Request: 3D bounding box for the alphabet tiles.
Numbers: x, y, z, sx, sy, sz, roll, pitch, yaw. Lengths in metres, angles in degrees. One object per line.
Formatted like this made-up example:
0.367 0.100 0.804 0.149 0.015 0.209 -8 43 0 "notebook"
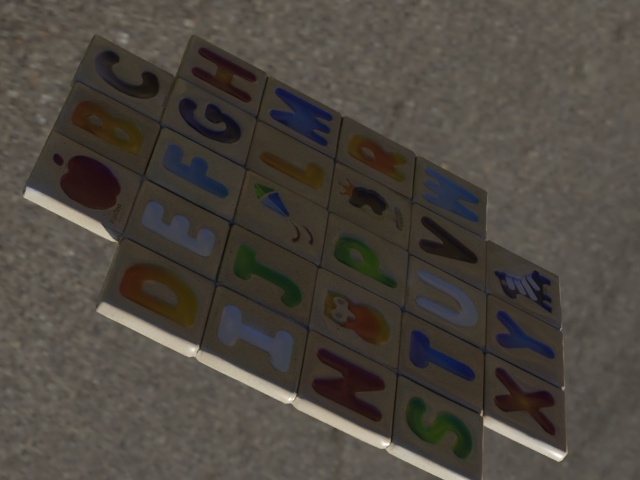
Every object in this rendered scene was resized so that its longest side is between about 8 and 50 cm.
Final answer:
0.000 0.000 0.907 0.342 0.285 0.011 27 125 -12 "alphabet tiles"
